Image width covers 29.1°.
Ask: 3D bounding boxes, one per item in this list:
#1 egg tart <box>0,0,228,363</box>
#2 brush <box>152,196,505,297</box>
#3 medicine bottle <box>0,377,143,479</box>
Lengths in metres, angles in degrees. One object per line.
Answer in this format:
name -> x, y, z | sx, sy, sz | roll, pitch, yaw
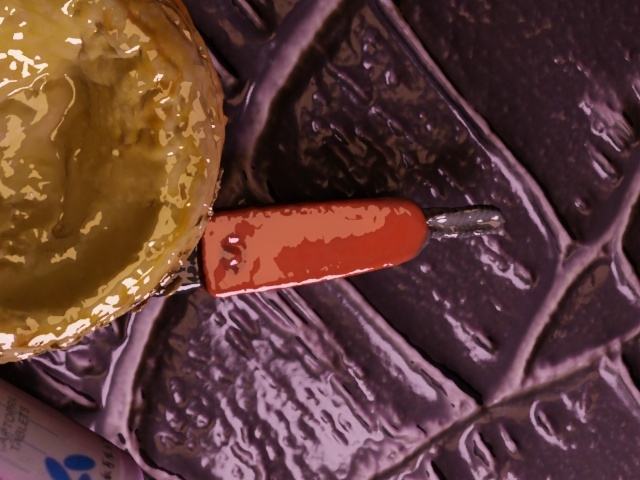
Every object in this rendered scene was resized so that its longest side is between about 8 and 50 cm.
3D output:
egg tart -> -0.219, -0.070, 0.840 | 0.315, 0.120, 0.315 | -6, 104, -26
brush -> 0.000, 0.000, 0.995 | 0.323, 0.051, 0.070 | -6, 99, -19
medicine bottle -> -0.262, 0.162, 0.868 | 0.254, 0.152, 0.152 | 38, 87, -26
